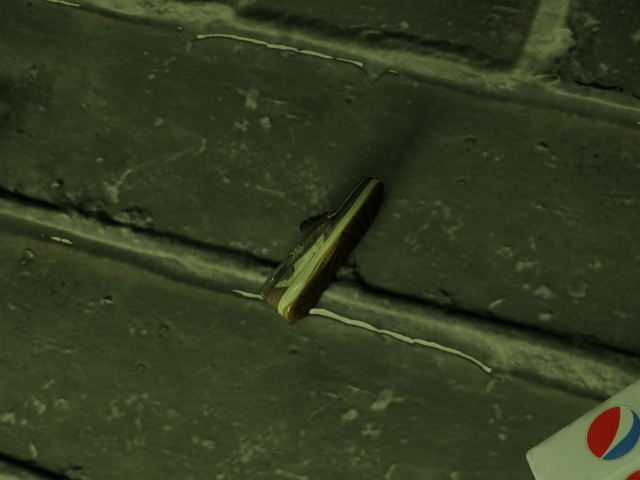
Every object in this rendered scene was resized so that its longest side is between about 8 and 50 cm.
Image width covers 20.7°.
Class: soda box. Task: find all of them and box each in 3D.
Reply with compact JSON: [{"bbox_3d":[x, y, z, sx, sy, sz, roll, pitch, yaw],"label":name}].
[{"bbox_3d":[0.275,0.151,1.385,0.216,0.074,0.069,-36,42,13],"label":"soda box"}]

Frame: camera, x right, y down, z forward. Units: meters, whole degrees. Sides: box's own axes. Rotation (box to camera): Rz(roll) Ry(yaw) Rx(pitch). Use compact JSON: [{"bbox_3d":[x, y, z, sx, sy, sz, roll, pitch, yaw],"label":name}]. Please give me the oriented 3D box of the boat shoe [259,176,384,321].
[{"bbox_3d":[0.000,0.000,1.576,0.049,0.056,0.152,33,79,21],"label":"boat shoe"}]
